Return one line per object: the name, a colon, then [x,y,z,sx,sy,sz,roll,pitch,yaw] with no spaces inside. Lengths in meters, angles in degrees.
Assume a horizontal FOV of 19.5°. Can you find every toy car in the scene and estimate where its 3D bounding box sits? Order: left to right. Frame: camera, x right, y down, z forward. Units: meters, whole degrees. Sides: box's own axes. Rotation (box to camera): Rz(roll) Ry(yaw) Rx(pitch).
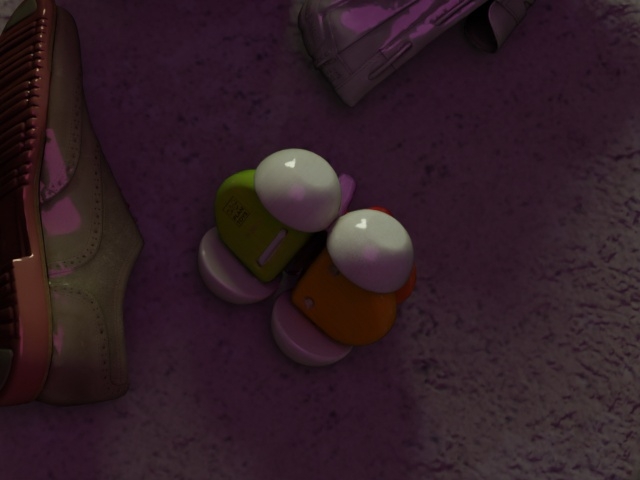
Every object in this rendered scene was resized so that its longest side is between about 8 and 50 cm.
toy car: [0.000,0.000,1.542,0.182,0.159,0.136,40,42,2]

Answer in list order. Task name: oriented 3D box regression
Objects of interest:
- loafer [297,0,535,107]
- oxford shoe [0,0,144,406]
loafer: [0.137,-0.217,1.616,0.319,0.112,0.111,-25,90,-6]
oxford shoe: [-0.214,-0.031,1.539,0.130,0.123,0.348,9,75,-33]
